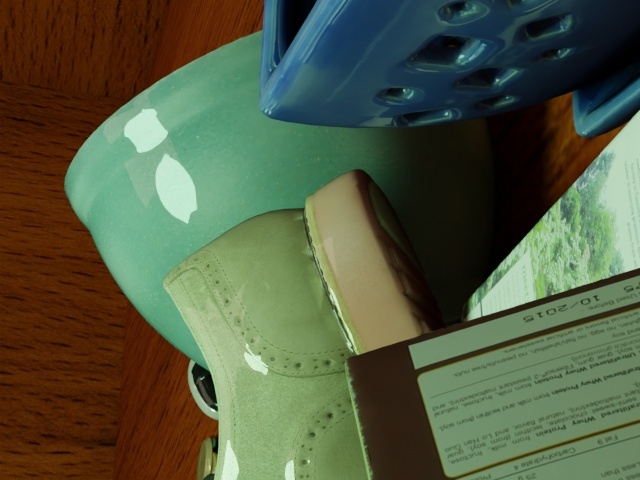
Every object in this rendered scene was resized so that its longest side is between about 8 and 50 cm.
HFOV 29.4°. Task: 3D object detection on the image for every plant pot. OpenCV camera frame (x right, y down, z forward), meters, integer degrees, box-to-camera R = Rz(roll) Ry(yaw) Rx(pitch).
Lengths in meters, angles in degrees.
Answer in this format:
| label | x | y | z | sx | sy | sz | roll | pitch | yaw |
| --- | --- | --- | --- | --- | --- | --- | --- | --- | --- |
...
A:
| label | x | y | z | sx | sy | sz | roll | pitch | yaw |
| --- | --- | --- | --- | --- | --- | --- | --- | --- | --- |
| plant pot | 0.000 | 0.000 | 0.826 | 0.196 | 0.293 | 0.293 | 66 | 157 | 14 |
| plant pot | 0.102 | -0.186 | 0.574 | 0.236 | 0.212 | 0.235 | 130 | 145 | -66 |

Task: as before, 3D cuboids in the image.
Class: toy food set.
| label | x | y | z | sx | sy | sz | roll | pitch | yaw |
| --- | --- | --- | --- | --- | --- | --- | --- | --- | --- |
| toy food set | -0.160 | 0.318 | 1.736 | 0.082 | 0.020 | 0.083 | -99 | 21 | -49 |

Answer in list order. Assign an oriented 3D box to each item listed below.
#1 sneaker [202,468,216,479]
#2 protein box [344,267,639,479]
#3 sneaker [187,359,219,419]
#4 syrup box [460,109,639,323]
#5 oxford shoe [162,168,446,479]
| label | x | y | z | sx | sy | sz | roll | pitch | yaw |
| --- | --- | --- | --- | --- | --- | --- | --- | --- | --- |
| sneaker | 0.025 | 0.294 | 0.769 | 0.158 | 0.182 | 0.410 | -33 | 32 | 23 |
| protein box | 0.110 | 0.149 | 0.361 | 0.201 | 0.136 | 0.199 | -102 | -7 | -54 |
| sneaker | -0.122 | 0.115 | 1.573 | 0.216 | 0.079 | 0.121 | -95 | 17 | -46 |
| syrup box | 0.148 | 0.025 | 0.517 | 0.237 | 0.096 | 0.093 | 122 | 150 | -57 |
| oxford shoe | 0.028 | 0.168 | 0.637 | 0.140 | 0.147 | 0.397 | 40 | -149 | -69 |
